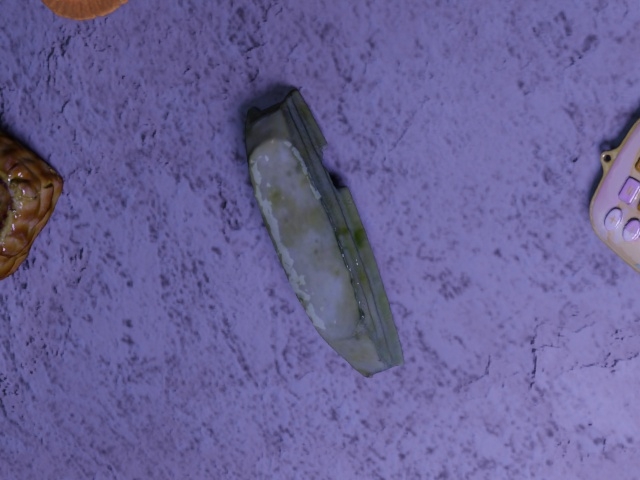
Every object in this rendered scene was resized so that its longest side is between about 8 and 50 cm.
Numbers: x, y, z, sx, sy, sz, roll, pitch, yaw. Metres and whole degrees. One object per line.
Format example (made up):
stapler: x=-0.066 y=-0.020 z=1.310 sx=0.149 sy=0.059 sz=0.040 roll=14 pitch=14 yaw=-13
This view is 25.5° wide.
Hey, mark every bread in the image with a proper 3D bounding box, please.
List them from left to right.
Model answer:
bread: x=-0.395 y=-0.052 z=1.497 sx=0.222 sy=0.096 sz=0.181 roll=33 pitch=111 yaw=10

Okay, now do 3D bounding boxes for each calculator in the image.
calculator: x=0.350 y=-0.018 z=1.242 sx=0.236 sy=0.033 sz=0.157 roll=33 pitch=112 yaw=15

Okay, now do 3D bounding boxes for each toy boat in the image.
toy boat: x=0.000 y=0.000 z=1.372 sx=0.093 sy=0.055 sz=0.293 roll=-22 pitch=92 yaw=27

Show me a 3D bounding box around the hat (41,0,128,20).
hat: x=-0.284 y=-0.329 z=1.319 sx=0.233 sy=0.233 sz=0.244 roll=31 pitch=110 yaw=14
